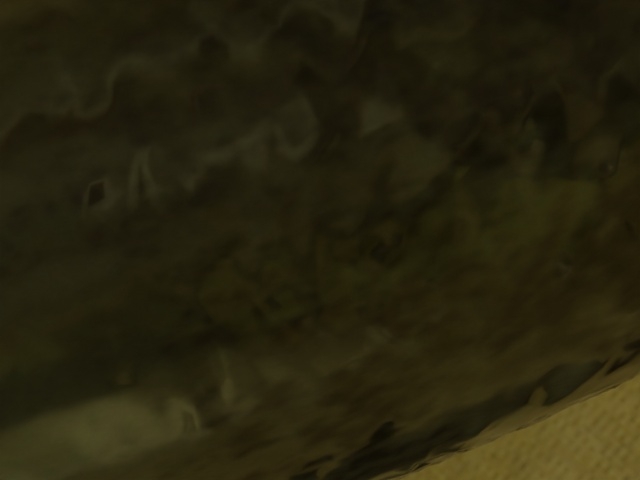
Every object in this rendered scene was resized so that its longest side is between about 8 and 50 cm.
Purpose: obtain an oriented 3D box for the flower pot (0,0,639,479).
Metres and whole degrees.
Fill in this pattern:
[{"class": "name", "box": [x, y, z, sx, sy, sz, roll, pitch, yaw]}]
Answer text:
[{"class": "flower pot", "box": [-0.074, -0.036, 0.468, 0.330, 0.293, 0.293, -13, 27, -1]}]
